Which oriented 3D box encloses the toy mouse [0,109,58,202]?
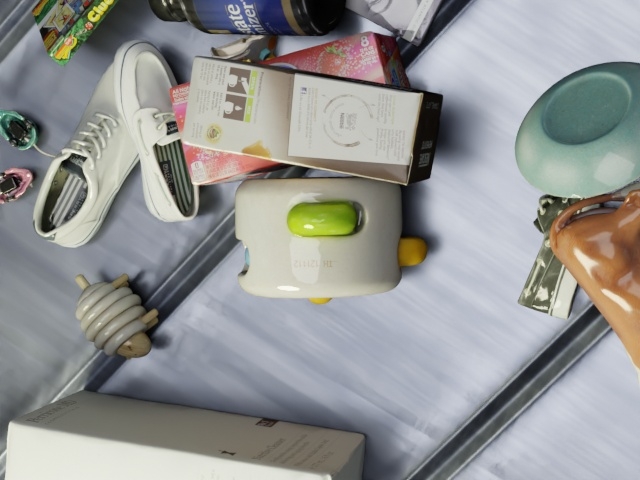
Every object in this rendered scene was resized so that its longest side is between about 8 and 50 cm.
[{"bbox_3d":[-0.390,-0.106,1.849,0.143,0.031,0.161,-3,94,15],"label":"toy mouse"}]

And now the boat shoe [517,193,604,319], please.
[{"bbox_3d":[0.277,-0.021,1.660,0.070,0.078,0.219,17,100,12],"label":"boat shoe"}]

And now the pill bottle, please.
[{"bbox_3d":[-0.089,-0.301,1.703,0.219,0.123,0.123,5,95,27],"label":"pill bottle"}]

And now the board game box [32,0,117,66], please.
[{"bbox_3d":[-0.249,-0.339,1.754,0.030,0.136,0.260,34,105,-32],"label":"board game box"}]

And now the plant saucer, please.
[{"bbox_3d":[0.298,-0.134,1.604,0.195,0.037,0.195,-18,46,20],"label":"plant saucer"}]

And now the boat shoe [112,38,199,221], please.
[{"bbox_3d":[-0.184,-0.132,1.752,0.076,0.083,0.226,11,120,55],"label":"boat shoe"}]

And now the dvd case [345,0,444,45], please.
[{"bbox_3d":[0.060,-0.353,1.723,0.221,0.018,0.164,30,100,10],"label":"dvd case"}]

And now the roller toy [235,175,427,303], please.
[{"bbox_3d":[0.000,0.000,1.676,0.191,0.209,0.146,1,94,39],"label":"roller toy"}]

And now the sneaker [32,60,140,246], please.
[{"bbox_3d":[-0.272,-0.107,1.787,0.094,0.091,0.258,24,97,12],"label":"sneaker"}]

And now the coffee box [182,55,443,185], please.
[{"bbox_3d":[-0.005,-0.130,1.560,0.246,0.141,0.098,11,98,13],"label":"coffee box"}]

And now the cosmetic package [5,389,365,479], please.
[{"bbox_3d":[-0.158,0.292,1.727,0.385,0.217,0.156,9,97,12],"label":"cosmetic package"}]

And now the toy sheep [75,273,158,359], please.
[{"bbox_3d":[-0.257,0.092,1.804,0.091,0.091,0.132,-45,77,13],"label":"toy sheep"}]

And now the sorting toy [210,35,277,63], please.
[{"bbox_3d":[-0.095,-0.224,1.742,0.083,0.075,0.045,-18,89,15],"label":"sorting toy"}]

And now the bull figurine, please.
[{"bbox_3d":[0.385,0.069,1.590,0.188,0.101,0.310,-36,104,16],"label":"bull figurine"}]

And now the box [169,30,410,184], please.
[{"bbox_3d":[-0.029,-0.152,1.704,0.257,0.128,0.123,-14,91,16],"label":"box"}]
